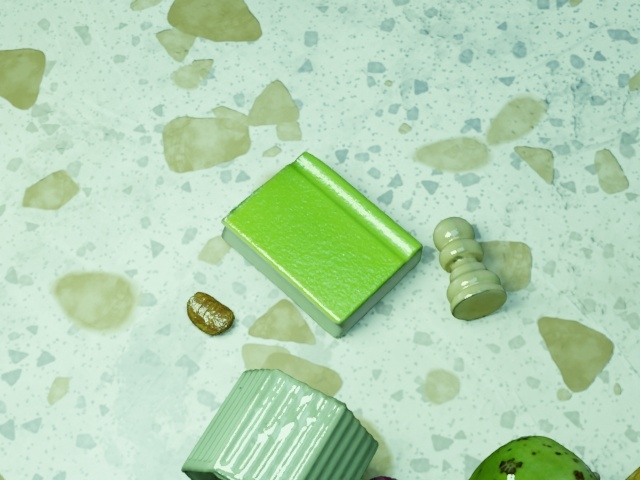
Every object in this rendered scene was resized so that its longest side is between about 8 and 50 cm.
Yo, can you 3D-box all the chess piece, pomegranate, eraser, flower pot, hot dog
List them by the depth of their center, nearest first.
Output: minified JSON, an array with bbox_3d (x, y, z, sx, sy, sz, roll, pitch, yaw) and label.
[{"bbox_3d":[0.329,0.383,1.794,0.248,0.214,0.214,-12,58,-45],"label":"pomegranate"},{"bbox_3d":[-0.058,0.320,1.806,0.239,0.209,0.190,28,68,15],"label":"flower pot"},{"bbox_3d":[-0.180,0.120,2.001,0.083,0.035,0.058,34,70,16],"label":"hot dog"},{"bbox_3d":[0.233,0.036,2.008,0.094,0.094,0.170,-15,61,-6],"label":"chess piece"},{"bbox_3d":[0.000,0.000,2.028,0.210,0.092,0.274,-42,72,-18],"label":"eraser"}]

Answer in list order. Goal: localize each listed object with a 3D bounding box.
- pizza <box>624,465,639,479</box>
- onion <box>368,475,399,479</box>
[{"bbox_3d":[0.512,0.349,1.837,0.062,0.182,0.161,44,31,6],"label":"pizza"},{"bbox_3d":[0.097,0.406,1.822,0.115,0.104,0.115,5,70,-14],"label":"onion"}]
